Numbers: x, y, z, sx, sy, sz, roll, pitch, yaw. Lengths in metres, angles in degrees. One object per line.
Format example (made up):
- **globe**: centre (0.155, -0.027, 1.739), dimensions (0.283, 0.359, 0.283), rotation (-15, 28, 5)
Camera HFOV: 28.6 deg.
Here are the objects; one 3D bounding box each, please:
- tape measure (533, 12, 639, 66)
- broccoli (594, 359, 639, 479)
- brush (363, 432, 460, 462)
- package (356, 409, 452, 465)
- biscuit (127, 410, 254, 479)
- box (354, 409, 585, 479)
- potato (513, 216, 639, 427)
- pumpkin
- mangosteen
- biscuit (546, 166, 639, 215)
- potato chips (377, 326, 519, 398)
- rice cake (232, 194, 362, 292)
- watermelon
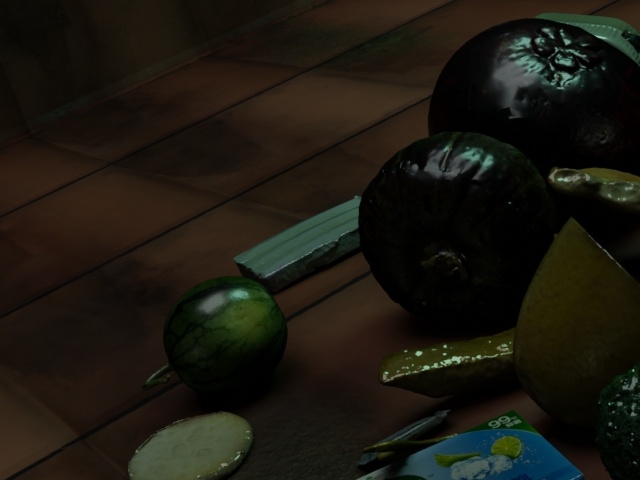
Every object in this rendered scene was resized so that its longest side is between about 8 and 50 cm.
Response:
- **tape measure**: centre (0.377, -0.200, 1.788), dimensions (0.207, 0.235, 0.115), rotation (8, 32, 22)
- **broccoli**: centre (0.355, 0.151, 0.968), dimensions (0.269, 0.254, 0.269), rotation (15, 3, -1)
- **brush**: centre (0.079, 0.192, 1.163), dimensions (0.083, 0.011, 0.205), rotation (-17, -15, 16)
- **package**: centre (0.085, 0.201, 1.282), dimensions (0.110, 0.015, 0.037), rotation (-26, -6, -21)
- **biscuit**: centre (-0.143, 0.233, 1.387), dimensions (0.152, 0.020, 0.152), rotation (-16, 23, 7)
- **box**: centre (0.122, 0.239, 1.095), dimensions (0.194, 0.073, 0.139), rotation (-23, 23, -11)
- **potato**: centre (0.261, 0.099, 1.204), dimensions (0.158, 0.203, 0.178), rotation (-42, 15, 7)
- **pumpkin**: centre (0.158, -0.012, 1.454), dimensions (0.238, 0.238, 0.159), rotation (-10, 20, 20)
- **mangosteen**: centre (0.281, -0.136, 1.623), dimensions (0.297, 0.293, 0.297), rotation (20, 29, -12)
- **biscuit**: centre (0.412, -0.037, 1.425), dimensions (0.299, 0.045, 0.154), rotation (17, 12, 23)
- **potato chips**: centre (0.258, 0.098, 1.324), dimensions (0.407, 0.080, 0.057), rotation (-17, 38, -1)
- **rice cake**: centre (0.000, 0.000, 1.796), dimensions (0.237, 0.043, 0.127), rotation (-28, 25, -21)
- **watermelon**: centre (-0.131, 0.121, 1.484), dimensions (0.187, 0.141, 0.141), rotation (-26, 23, -9)
